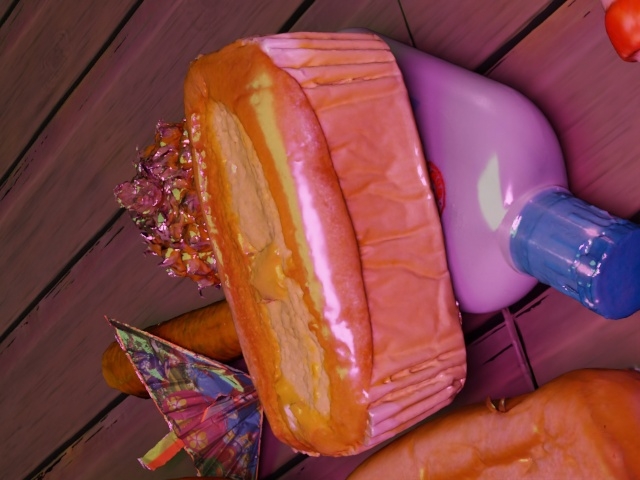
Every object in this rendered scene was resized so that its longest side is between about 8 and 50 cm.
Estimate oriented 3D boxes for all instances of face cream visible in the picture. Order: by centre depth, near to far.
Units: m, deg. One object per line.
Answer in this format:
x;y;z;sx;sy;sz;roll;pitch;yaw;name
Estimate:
0.096;-0.035;1.021;0.337;0.080;0.163;33;120;49;face cream

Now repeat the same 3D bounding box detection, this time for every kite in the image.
-0.109;0.151;1.286;0.183;0.014;0.241;-41;83;38;kite

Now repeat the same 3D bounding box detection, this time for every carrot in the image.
-0.096;0.088;1.295;0.314;0.066;0.066;-22;72;48;carrot

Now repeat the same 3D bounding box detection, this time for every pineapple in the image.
-0.113;-0.040;1.254;0.161;0.137;0.176;-57;47;35;pineapple

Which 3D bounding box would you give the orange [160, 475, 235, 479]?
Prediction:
-0.112;0.344;1.102;0.341;0.293;0.340;-11;78;62;orange

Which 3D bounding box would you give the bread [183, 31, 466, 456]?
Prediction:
0.000;0.000;0.997;0.152;0.119;0.288;-14;90;63;bread

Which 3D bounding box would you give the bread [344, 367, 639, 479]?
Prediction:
0.148;0.254;0.896;0.337;0.148;0.328;-38;55;48;bread

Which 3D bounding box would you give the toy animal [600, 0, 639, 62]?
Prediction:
0.208;-0.170;0.817;0.197;0.171;0.171;56;131;41;toy animal
